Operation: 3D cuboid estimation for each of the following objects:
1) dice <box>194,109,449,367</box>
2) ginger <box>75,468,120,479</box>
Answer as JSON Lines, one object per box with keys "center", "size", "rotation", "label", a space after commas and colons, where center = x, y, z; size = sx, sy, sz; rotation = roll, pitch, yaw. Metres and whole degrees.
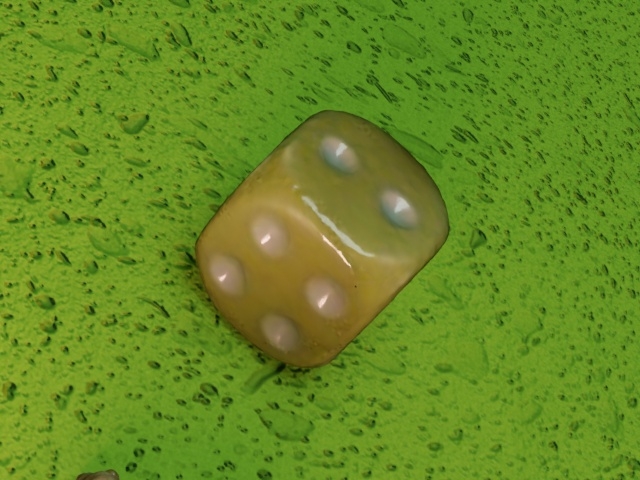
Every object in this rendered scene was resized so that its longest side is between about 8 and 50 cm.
{"center": [0.000, 0.000, 1.739], "size": [0.233, 0.238, 0.227], "rotation": [43, 41, 3], "label": "dice"}
{"center": [-0.202, 0.305, 1.419], "size": [0.213, 0.074, 0.137], "rotation": [30, 33, 29], "label": "ginger"}
